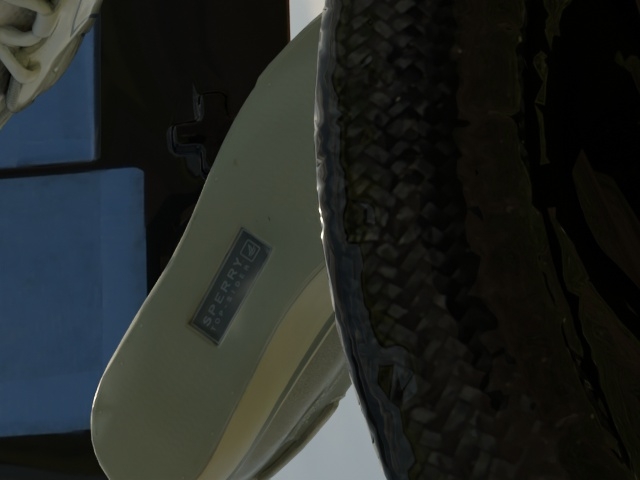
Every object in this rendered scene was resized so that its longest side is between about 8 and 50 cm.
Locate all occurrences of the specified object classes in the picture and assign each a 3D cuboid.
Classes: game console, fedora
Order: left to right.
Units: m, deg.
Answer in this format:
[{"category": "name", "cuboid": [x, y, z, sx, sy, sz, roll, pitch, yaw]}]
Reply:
[{"category": "game console", "cuboid": [-0.203, -0.025, 1.064, 0.060, 0.387, 0.342, 47, -140, -77]}, {"category": "fedora", "cuboid": [0.126, 0.018, 0.484, 0.334, 0.152, 0.334, 7, -115, -15]}]

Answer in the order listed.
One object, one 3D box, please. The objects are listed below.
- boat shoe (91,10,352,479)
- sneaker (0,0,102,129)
[{"category": "boat shoe", "cuboid": [0.000, 0.001, 0.708, 0.079, 0.227, 0.081, 40, -167, 26]}, {"category": "sneaker", "cuboid": [-0.109, -0.113, 0.712, 0.111, 0.129, 0.297, 17, 160, -7]}]
